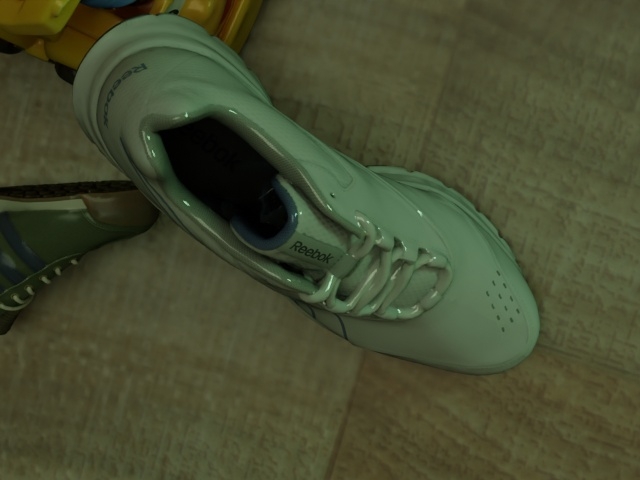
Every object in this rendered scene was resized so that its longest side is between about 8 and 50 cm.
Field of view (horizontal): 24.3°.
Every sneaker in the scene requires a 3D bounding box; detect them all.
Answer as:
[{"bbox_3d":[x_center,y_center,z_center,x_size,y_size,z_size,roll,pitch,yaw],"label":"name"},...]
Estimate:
[{"bbox_3d":[-0.185,0.013,0.889,0.192,0.064,0.086,-4,99,11],"label":"sneaker"},{"bbox_3d":[0.000,0.000,0.783,0.297,0.129,0.111,30,103,-23],"label":"sneaker"}]

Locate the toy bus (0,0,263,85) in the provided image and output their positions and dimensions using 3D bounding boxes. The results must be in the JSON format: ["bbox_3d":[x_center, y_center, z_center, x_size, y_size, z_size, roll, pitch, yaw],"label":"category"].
[{"bbox_3d":[-0.152,-0.168,0.798,0.220,0.211,0.149,26,95,7],"label":"toy bus"}]
